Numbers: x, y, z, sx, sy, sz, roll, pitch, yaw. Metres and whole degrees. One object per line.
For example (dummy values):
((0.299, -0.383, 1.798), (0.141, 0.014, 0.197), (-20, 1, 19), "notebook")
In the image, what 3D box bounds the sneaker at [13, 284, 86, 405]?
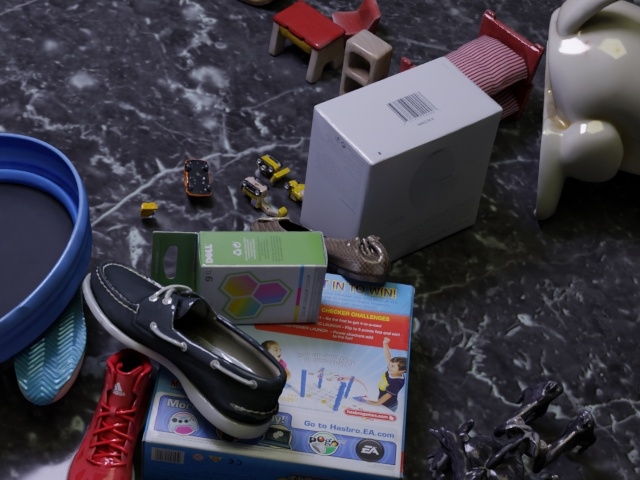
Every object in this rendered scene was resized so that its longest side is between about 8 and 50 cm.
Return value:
((-0.330, 0.120, 1.806), (0.087, 0.092, 0.228), (2, 44, -4), "sneaker")

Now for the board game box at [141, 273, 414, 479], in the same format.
((-0.046, 0.173, 1.808), (0.308, 0.086, 0.302), (9, 46, -1), "board game box")

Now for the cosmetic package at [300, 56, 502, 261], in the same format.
((0.106, -0.100, 1.990), (0.224, 0.224, 0.138), (-23, 52, -27), "cosmetic package")

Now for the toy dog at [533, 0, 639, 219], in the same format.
((0.523, -0.215, 2.063), (0.408, 0.395, 0.284), (5, 37, 7), "toy dog")

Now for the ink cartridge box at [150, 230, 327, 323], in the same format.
((-0.102, 0.046, 1.782), (0.209, 0.109, 0.062), (0, 47, -9), "ink cartridge box")

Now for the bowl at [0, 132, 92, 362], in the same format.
((-0.470, 0.024, 1.813), (0.391, 0.077, 0.391), (-9, 45, 9), "bowl")

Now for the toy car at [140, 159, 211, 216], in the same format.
((-0.209, -0.072, 2.041), (0.122, 0.040, 0.060), (-18, 73, -26), "toy car")

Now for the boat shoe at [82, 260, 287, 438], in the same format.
((-0.157, 0.105, 1.715), (0.302, 0.091, 0.114), (37, 31, 18), "boat shoe")

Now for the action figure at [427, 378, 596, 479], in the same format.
((0.218, 0.272, 1.725), (0.164, 0.141, 0.276), (39, 38, 22), "action figure")

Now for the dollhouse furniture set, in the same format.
((0.125, -0.293, 2.221), (0.374, 0.152, 0.201), (38, 53, 24), "dollhouse furniture set")

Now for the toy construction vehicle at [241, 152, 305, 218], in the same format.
((-0.068, -0.074, 2.076), (0.098, 0.035, 0.086), (36, 41, 19), "toy construction vehicle")

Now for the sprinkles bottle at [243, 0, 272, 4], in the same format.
((-0.043, -0.537, 2.445), (0.121, 0.121, 0.355), (23, 49, 13), "sprinkles bottle")

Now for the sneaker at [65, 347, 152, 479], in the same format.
((-0.250, 0.218, 1.705), (0.087, 0.128, 0.221), (7, 45, -1), "sneaker")

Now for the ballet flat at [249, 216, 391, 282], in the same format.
((0.000, 0.000, 1.935), (0.084, 0.058, 0.250), (-2, 15, -42), "ballet flat")
